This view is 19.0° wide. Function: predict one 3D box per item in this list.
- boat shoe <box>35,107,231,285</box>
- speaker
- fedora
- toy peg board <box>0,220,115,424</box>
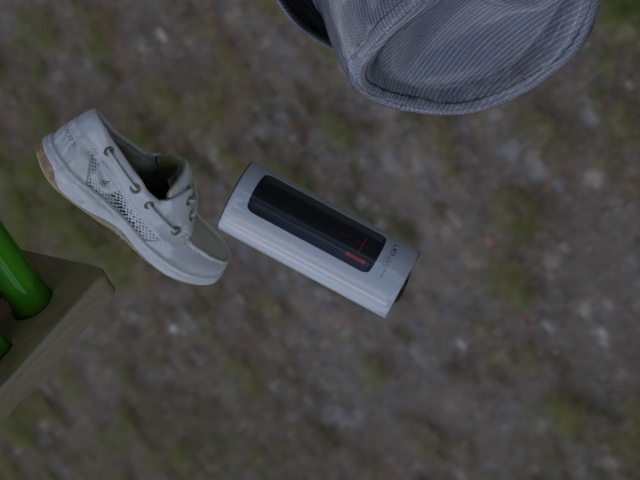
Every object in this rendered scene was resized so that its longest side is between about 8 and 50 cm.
[{"bbox_3d":[-0.167,-0.044,1.951,0.277,0.096,0.098,37,-160,-46],"label":"boat shoe"},{"bbox_3d":[0.000,0.000,1.325,0.136,0.055,0.055,29,148,3],"label":"speaker"},{"bbox_3d":[0.096,-0.174,1.175,0.275,0.244,0.124,-39,46,33],"label":"fedora"},{"bbox_3d":[-0.214,0.040,0.918,0.161,0.161,0.079,11,141,44],"label":"toy peg board"}]
